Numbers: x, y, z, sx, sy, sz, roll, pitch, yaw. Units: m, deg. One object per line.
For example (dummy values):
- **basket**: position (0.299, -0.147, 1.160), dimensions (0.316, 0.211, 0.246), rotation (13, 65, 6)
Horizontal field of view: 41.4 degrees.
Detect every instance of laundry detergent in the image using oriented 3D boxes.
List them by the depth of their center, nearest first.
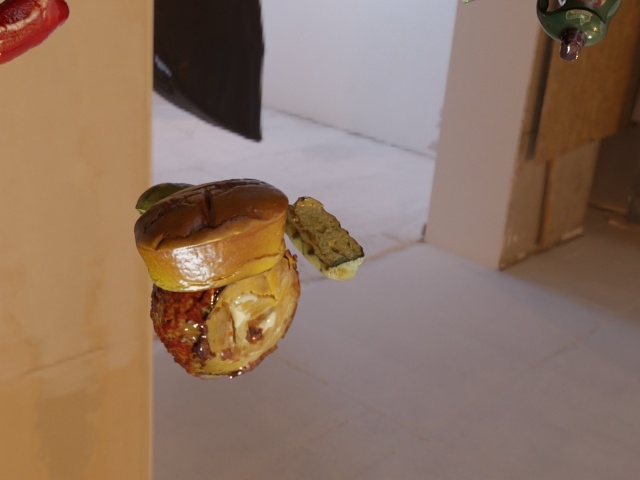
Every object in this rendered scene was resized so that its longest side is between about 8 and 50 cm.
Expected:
- **laundry detergent**: position (0.450, -0.407, 1.499), dimensions (0.144, 0.078, 0.222), rotation (19, -116, 16)

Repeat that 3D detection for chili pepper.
- **chili pepper**: position (-0.643, -0.520, 1.919), dimensions (0.338, 0.131, 0.134), rotation (-49, -171, -32)

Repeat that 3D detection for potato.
- **potato**: position (-0.269, -0.059, 1.862), dimensions (0.271, 0.111, 0.160), rotation (26, 173, -28)

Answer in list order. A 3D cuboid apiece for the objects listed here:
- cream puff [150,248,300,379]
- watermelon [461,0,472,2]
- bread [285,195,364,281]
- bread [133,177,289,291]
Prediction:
- **cream puff**: position (-0.199, 0.116, 1.699), dimensions (0.228, 0.351, 0.350), rotation (25, -151, 37)
- **watermelon**: position (0.287, -0.496, 1.370), dimensions (0.202, 0.136, 0.207), rotation (-9, 161, -40)
- **bread**: position (0.000, 0.000, 1.919), dimensions (0.128, 0.088, 0.232), rotation (-18, -127, -31)
- **bread**: position (-0.181, -0.017, 1.439), dimensions (0.269, 0.143, 0.195), rotation (-16, -151, -21)
